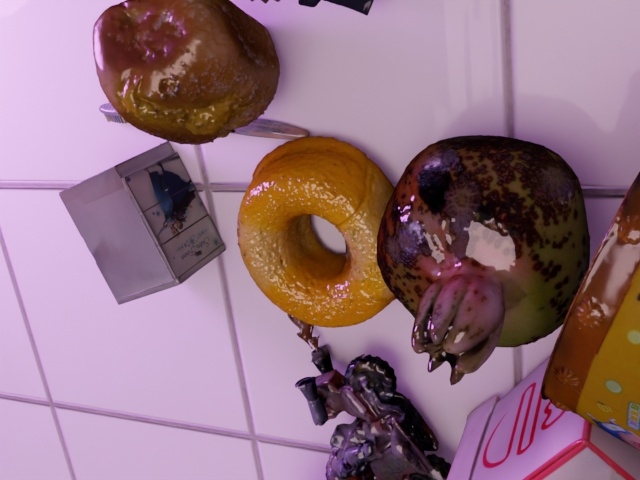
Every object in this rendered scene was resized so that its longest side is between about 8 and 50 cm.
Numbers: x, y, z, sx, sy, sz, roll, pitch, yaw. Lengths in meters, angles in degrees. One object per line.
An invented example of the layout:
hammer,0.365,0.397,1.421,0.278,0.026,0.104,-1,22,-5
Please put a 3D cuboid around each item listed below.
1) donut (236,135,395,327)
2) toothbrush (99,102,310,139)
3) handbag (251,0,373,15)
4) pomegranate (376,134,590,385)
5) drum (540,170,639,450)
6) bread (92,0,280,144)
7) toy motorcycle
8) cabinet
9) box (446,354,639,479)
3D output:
donut,0.000,0.000,1.143,0.303,0.110,0.302,11,121,19
toothbrush,-0.190,-0.186,1.199,0.375,0.028,0.037,9,142,21
handbag,-0.037,-0.438,0.886,0.303,0.122,0.329,11,125,-16
pomegranate,0.186,0.027,0.933,0.285,0.340,0.285,13,126,18
drum,0.417,0.033,0.767,0.214,0.431,0.431,30,123,26
bread,-0.168,-0.223,1.045,0.196,0.246,0.176,-13,82,22
toy motorcycle,0.052,0.279,1.240,0.207,0.134,0.401,-26,101,26
cabinet,-0.286,-0.031,1.246,0.150,0.145,0.206,-18,104,31
box,0.370,0.349,1.014,0.314,0.312,0.300,40,121,2
